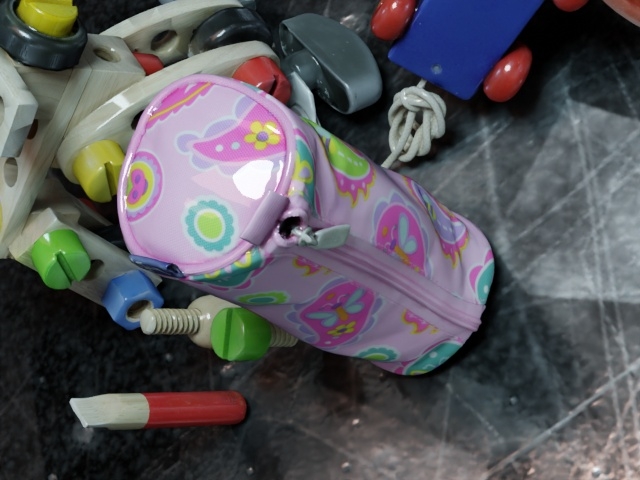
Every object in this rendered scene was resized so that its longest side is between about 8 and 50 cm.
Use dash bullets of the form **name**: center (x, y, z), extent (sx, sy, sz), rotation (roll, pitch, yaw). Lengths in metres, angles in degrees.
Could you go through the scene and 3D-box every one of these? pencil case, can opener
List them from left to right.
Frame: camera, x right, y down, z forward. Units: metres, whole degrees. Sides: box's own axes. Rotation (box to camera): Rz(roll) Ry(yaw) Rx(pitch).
- **can opener**: center (-0.060, -0.166, 1.199), extent (0.093, 0.074, 0.280), rotation (-26, 56, -23)
- **pencil case**: center (0.000, 0.000, 0.963), extent (0.124, 0.284, 0.124), rotation (-9, 70, 27)

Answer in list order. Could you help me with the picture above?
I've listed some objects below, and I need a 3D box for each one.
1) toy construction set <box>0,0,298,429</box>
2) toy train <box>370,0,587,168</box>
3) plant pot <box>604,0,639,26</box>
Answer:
- **toy construction set**: center (-0.163, -0.027, 1.062), extent (0.257, 0.237, 0.308), rotation (-31, 68, 38)
- **toy train**: center (0.095, -0.160, 1.089), extent (0.248, 0.105, 0.143), rotation (-54, 11, 44)
- **plant pot**: center (0.279, -0.294, 0.960), extent (0.272, 0.272, 0.265), rotation (-12, 57, 24)
